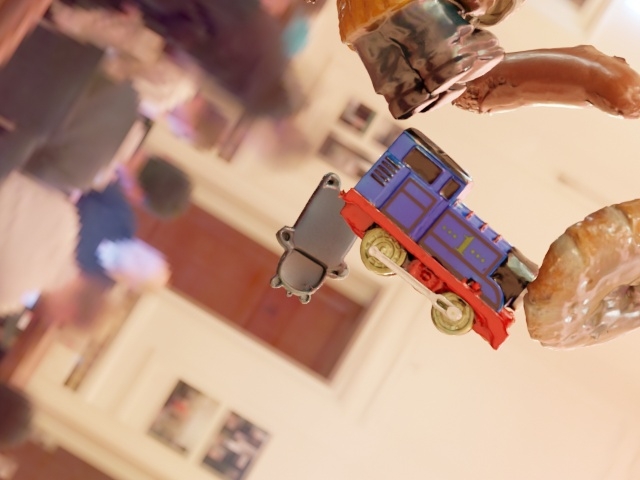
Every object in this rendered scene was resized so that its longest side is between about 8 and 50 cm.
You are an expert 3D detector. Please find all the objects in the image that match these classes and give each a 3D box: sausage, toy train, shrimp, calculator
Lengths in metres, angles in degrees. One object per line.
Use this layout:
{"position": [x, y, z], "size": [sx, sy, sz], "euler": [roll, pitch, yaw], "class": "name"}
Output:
{"position": [0.227, -0.166, 1.909], "size": [0.304, 0.078, 0.078], "euler": [7, -119, 53], "class": "sausage"}
{"position": [0.116, 0.003, 1.687], "size": [0.131, 0.204, 0.083], "euler": [-48, 173, 2], "class": "toy train"}
{"position": [0.309, 0.019, 1.626], "size": [0.317, 0.062, 0.164], "euler": [-18, 141, -28], "class": "shrimp"}
{"position": [0.000, 0.000, 1.964], "size": [0.141, 0.094, 0.019], "euler": [-59, -161, -6], "class": "calculator"}

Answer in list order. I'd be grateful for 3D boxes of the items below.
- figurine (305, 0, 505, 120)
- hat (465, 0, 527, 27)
{"position": [0.025, -0.273, 1.615], "size": [0.204, 0.332, 0.185], "euler": [-5, 160, -37], "class": "figurine"}
{"position": [0.160, -0.356, 2.410], "size": [0.275, 0.232, 0.161], "euler": [-25, 168, 18], "class": "hat"}
